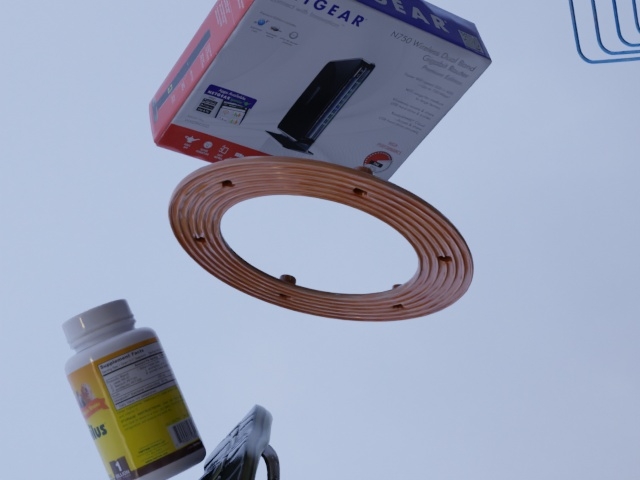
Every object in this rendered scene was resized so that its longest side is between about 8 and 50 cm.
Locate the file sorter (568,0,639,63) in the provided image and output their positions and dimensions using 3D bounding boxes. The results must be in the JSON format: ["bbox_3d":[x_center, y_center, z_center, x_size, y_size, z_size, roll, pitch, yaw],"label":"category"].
[{"bbox_3d":[0.358,-0.260,1.189,0.170,0.118,0.104,-25,-70,-38],"label":"file sorter"}]

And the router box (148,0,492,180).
[{"bbox_3d":[-0.004,-0.203,1.434,0.335,0.301,0.082,16,-138,-32],"label":"router box"}]

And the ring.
[{"bbox_3d":[0.000,0.000,1.207,0.336,0.336,0.032,44,-131,-44],"label":"ring"}]

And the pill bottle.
[{"bbox_3d":[-0.226,0.182,1.314,0.117,0.117,0.215,-17,-99,-52],"label":"pill bottle"}]

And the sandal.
[{"bbox_3d":[-0.086,0.277,1.254,0.086,0.120,0.303,46,-163,-5],"label":"sandal"}]
